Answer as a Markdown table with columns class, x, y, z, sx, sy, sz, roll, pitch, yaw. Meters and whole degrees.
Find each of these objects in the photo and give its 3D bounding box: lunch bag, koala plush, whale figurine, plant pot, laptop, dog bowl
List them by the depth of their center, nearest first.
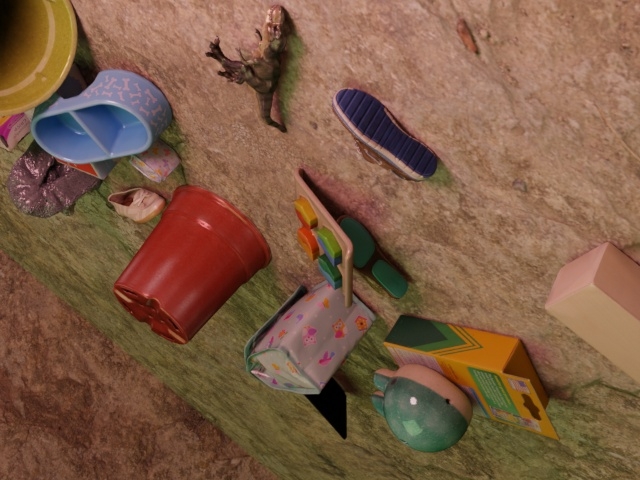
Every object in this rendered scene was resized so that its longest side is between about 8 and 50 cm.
| class | x | y | z | sx | sy | sz | roll | pitch | yaw |
| --- | --- | --- | --- | --- | --- | --- | --- | --- | --- |
| plant pot | -0.626 | -0.393 | 1.322 | 0.254 | 0.276 | 0.276 | 31 | 155 | 35 |
| dog bowl | -0.429 | -0.228 | 1.419 | 0.297 | 0.074 | 0.166 | -7 | 139 | 26 |
| whale figurine | 0.180 | 0.348 | 1.478 | 0.216 | 0.141 | 0.272 | 40 | 154 | -7 |
| lunch bag | -0.340 | -0.165 | 1.523 | 0.083 | 0.071 | 0.053 | 37 | 152 | -3 |
| lunch bag | -0.039 | 0.211 | 1.607 | 0.160 | 0.223 | 0.262 | 48 | 153 | -11 |
| plant pot | -0.295 | 0.065 | 1.625 | 0.272 | 0.265 | 0.272 | 28 | 151 | 17 |
| koala plush | -0.681 | -0.143 | 1.853 | 0.196 | 0.203 | 0.221 | 43 | 164 | -13 |
| laptop | -0.046 | 0.393 | 1.999 | 0.264 | 0.136 | 0.234 | 3 | 138 | 47 |

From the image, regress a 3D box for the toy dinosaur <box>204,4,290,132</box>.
| class | x | y | z | sx | sy | sz | roll | pitch | yaw |
| --- | --- | --- | --- | --- | --- | --- | --- | --- | --- |
| toy dinosaur | -0.106 | -0.255 | 1.125 | 0.118 | 0.064 | 0.268 | 25 | 155 | 8 |

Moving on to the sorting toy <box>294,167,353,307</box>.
| class | x | y | z | sx | sy | sz | roll | pitch | yaw |
| --- | --- | --- | --- | --- | --- | --- | --- | --- | --- |
| sorting toy | 0.000 | 0.000 | 1.320 | 0.208 | 0.038 | 0.193 | 58 | 165 | 30 |

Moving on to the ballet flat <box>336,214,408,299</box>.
| class | x | y | z | sx | sy | sz | roll | pitch | yaw |
| --- | --- | --- | --- | --- | --- | --- | --- | --- | --- |
| ballet flat | 0.080 | 0.035 | 1.361 | 0.206 | 0.073 | 0.067 | 51 | 158 | -22 |

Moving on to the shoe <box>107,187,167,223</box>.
| class | x | y | z | sx | sy | sz | roll | pitch | yaw |
| --- | --- | --- | --- | --- | --- | --- | --- | --- | --- |
| shoe | -0.441 | -0.086 | 1.760 | 0.219 | 0.076 | 0.058 | 3 | 144 | 50 |

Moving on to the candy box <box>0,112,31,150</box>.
| class | x | y | z | sx | sy | sz | roll | pitch | yaw |
| --- | --- | --- | --- | --- | --- | --- | --- | --- | --- |
| candy box | -0.733 | -0.308 | 1.657 | 0.233 | 0.159 | 0.071 | 22 | 151 | 24 |

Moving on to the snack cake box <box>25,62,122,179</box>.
| class | x | y | z | sx | sy | sz | roll | pitch | yaw |
| --- | --- | --- | --- | --- | --- | --- | --- | --- | --- |
| snack cake box | -0.544 | -0.266 | 1.581 | 0.152 | 0.089 | 0.264 | 20 | 149 | 26 |

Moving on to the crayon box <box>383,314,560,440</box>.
| class | x | y | z | sx | sy | sz | roll | pitch | yaw |
| --- | --- | --- | --- | --- | --- | --- | --- | --- | --- |
| crayon box | 0.305 | 0.261 | 1.441 | 0.323 | 0.083 | 0.203 | 9 | 142 | 43 |

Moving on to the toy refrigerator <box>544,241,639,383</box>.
| class | x | y | z | sx | sy | sz | roll | pitch | yaw |
| --- | --- | --- | --- | --- | --- | --- | --- | --- | --- |
| toy refrigerator | 0.462 | 0.127 | 1.039 | 0.269 | 0.094 | 0.102 | 37 | 146 | -4 |

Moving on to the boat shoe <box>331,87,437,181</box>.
| class | x | y | z | sx | sy | sz | roll | pitch | yaw |
| --- | --- | --- | --- | --- | --- | --- | --- | --- | --- |
| boat shoe | 0.081 | -0.144 | 1.073 | 0.183 | 0.066 | 0.066 | 41 | 154 | -10 |
